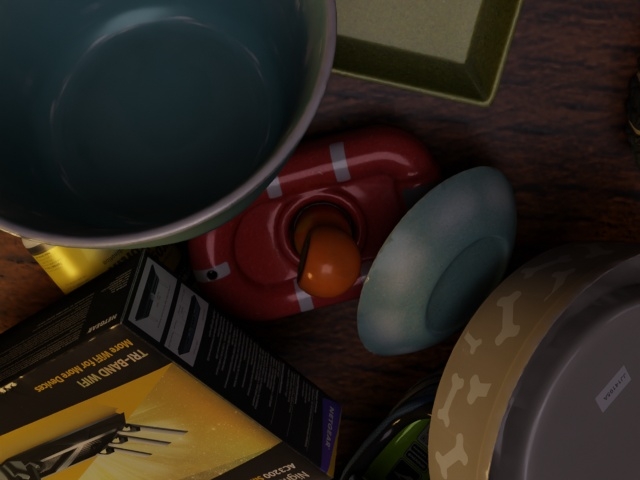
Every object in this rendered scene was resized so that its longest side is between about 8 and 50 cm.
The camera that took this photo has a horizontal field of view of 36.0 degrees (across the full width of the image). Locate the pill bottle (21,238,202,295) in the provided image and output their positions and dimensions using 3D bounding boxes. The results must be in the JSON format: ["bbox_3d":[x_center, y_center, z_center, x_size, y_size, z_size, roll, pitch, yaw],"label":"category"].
[{"bbox_3d":[-0.170,0.035,0.879,0.103,0.103,0.184,-32,110,11],"label":"pill bottle"}]

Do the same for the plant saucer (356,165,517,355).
[{"bbox_3d":[0.115,0.030,0.852,0.195,0.037,0.195,-31,141,-28],"label":"plant saucer"}]

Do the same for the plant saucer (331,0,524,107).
[{"bbox_3d":[0.074,-0.222,0.810,0.188,0.045,0.188,11,112,-6],"label":"plant saucer"}]

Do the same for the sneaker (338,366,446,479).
[{"bbox_3d":[0.041,0.266,0.926,0.129,0.147,0.330,33,100,19],"label":"sneaker"}]

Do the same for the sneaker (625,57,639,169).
[{"bbox_3d":[0.357,-0.168,0.805,0.122,0.110,0.283,19,111,-12],"label":"sneaker"}]

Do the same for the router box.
[{"bbox_3d":[-0.175,0.161,0.863,0.308,0.081,0.243,-28,125,32],"label":"router box"}]

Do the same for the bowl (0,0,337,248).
[{"bbox_3d":[-0.137,-0.120,0.747,0.311,0.163,0.312,-1,73,5],"label":"bowl"}]

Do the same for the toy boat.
[{"bbox_3d":[0.000,0.000,0.842,0.231,0.151,0.151,-14,111,5],"label":"toy boat"}]

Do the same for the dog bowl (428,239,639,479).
[{"bbox_3d":[0.241,0.158,0.863,0.348,0.102,0.349,-10,109,-32],"label":"dog bowl"}]
